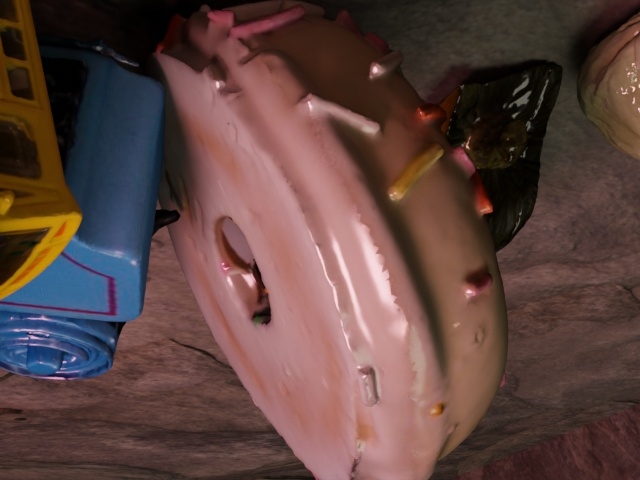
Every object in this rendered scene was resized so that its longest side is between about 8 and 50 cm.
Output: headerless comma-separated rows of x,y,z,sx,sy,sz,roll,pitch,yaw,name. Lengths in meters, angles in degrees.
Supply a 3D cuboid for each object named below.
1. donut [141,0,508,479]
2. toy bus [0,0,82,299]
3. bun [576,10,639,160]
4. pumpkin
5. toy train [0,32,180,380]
0.000,0.000,0.784,0.142,0.382,0.382,-25,160,-21,donut
-0.220,-0.065,0.538,0.152,0.330,0.144,4,150,-42,toy bus
0.340,-0.137,0.930,0.220,0.134,0.220,-11,157,-5,bun
0.139,-0.050,1.017,0.131,0.126,0.248,-3,153,-28,pumpkin
-0.252,-0.023,0.748,0.300,0.188,0.265,6,150,-6,toy train
